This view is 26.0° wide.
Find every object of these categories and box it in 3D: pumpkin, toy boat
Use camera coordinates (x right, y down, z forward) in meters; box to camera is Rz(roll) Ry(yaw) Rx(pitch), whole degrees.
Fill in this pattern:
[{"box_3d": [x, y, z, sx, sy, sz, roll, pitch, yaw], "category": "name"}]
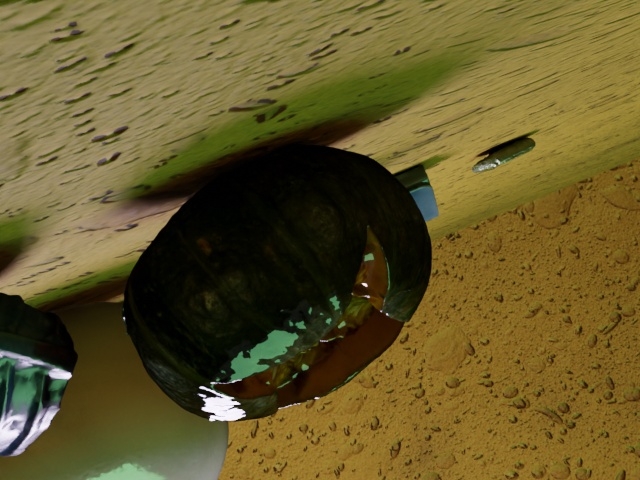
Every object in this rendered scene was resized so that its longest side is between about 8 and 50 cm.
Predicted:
[{"box_3d": [-0.035, 0.028, 1.016, 0.238, 0.159, 0.238, -27, 157, -13], "category": "pumpkin"}, {"box_3d": [-0.270, 0.094, 0.993, 0.143, 0.129, 0.309, 11, 163, -21], "category": "toy boat"}]

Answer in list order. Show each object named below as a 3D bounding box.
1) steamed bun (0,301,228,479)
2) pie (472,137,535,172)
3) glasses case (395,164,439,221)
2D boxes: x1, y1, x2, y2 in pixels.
[{"box_3d": [-0.250, 0.223, 1.459, 0.324, 0.206, 0.324, -17, 149, -11], "category": "steamed bun"}, {"box_3d": [0.215, -0.100, 1.648, 0.084, 0.021, 0.084, -25, 179, 0], "category": "pie"}, {"box_3d": [-0.003, -0.003, 1.511, 0.266, 0.056, 0.105, -23, 177, 1], "category": "glasses case"}]
